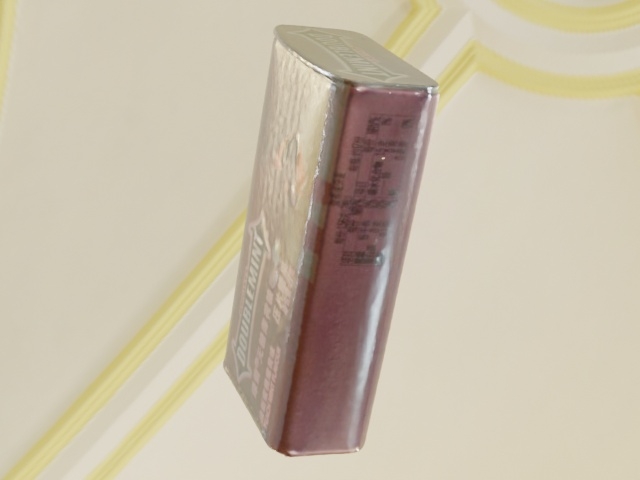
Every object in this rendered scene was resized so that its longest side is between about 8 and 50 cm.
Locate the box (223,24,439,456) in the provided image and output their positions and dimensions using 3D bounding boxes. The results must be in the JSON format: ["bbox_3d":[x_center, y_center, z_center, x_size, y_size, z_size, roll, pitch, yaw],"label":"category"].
[{"bbox_3d":[0.000,0.000,0.665,0.069,0.120,0.224,0,-64,-23],"label":"box"}]
